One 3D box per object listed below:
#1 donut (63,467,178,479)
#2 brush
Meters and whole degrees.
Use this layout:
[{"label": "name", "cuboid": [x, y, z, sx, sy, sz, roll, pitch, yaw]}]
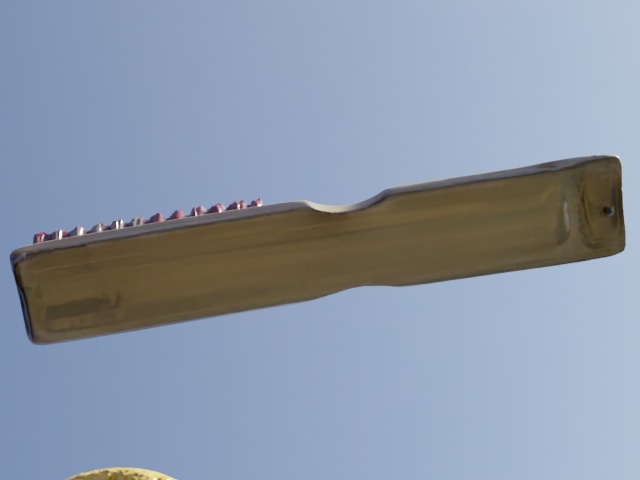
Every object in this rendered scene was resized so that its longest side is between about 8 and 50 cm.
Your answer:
[{"label": "donut", "cuboid": [-0.196, 0.343, 1.435, 0.303, 0.303, 0.110, -55, -15, -18]}, {"label": "brush", "cuboid": [0.000, 0.000, 0.835, 0.050, 0.320, 0.060, -99, 1, -66]}]
